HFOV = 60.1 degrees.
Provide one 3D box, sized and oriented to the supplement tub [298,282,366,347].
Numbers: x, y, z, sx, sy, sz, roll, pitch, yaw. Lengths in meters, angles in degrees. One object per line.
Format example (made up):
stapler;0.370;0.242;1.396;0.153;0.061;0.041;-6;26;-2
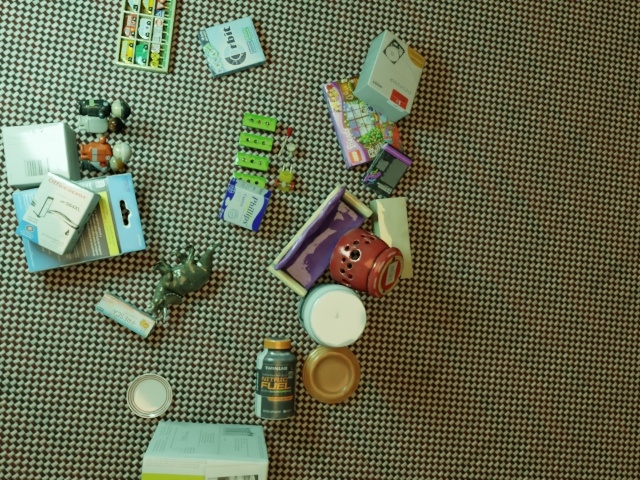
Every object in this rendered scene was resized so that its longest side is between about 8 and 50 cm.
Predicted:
supplement tub;0.034;0.231;1.735;0.191;0.272;0.191;0;88;-8

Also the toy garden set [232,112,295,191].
toy garden set;-0.173;-0.282;1.844;0.204;0.049;0.244;11;86;-5

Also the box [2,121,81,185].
box;-0.858;-0.259;1.713;0.181;0.119;0.181;-7;88;-8

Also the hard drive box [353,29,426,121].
hard drive box;0.232;-0.542;1.833;0.181;0.089;0.232;27;69;-24

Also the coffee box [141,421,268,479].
coffee box;-0.341;0.752;1.632;0.339;0.337;0.334;5;87;-8

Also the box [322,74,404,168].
box;0.145;-0.411;1.883;0.201;0.057;0.293;-18;90;-8

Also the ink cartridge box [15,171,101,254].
ink cartridge box;-0.765;-0.079;1.621;0.148;0.086;0.203;26;88;-7

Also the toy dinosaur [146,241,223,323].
toy dinosaur;-0.434;0.109;1.774;0.314;0.121;0.160;-35;104;-12

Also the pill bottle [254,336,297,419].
pill bottle;-0.142;0.437;1.776;0.131;0.130;0.245;2;87;-8

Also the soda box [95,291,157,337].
soda box;-0.612;0.236;1.757;0.183;0.058;0.063;32;84;-4

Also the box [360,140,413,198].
box;0.223;-0.236;1.866;0.116;0.029;0.162;29;100;-23

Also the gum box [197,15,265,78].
gum box;-0.295;-0.642;1.843;0.185;0.041;0.156;-20;91;-9

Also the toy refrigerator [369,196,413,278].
toy refrigerator;0.236;-0.005;1.865;0.102;0.094;0.269;-6;90;-11

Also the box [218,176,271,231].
box;-0.244;-0.116;1.790;0.137;0.072;0.126;20;114;-7

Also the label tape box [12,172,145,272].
label tape box;-0.737;-0.056;1.727;0.348;0.115;0.249;-12;90;-10

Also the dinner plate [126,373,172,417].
dinner plate;-0.547;0.497;1.776;0.141;0.017;0.141;0;87;-7

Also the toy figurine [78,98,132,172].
toy figurine;-0.661;-0.318;1.700;0.148;0.209;0.212;-3;82;-24

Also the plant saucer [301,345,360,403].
plant saucer;0.038;0.446;1.846;0.200;0.037;0.199;0;87;-7

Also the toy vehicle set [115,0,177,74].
toy vehicle set;-0.567;-0.689;1.811;0.166;0.035;0.266;6;87;-8

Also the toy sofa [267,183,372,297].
toy sofa;0.000;0.000;1.789;0.150;0.177;0.362;40;83;-4

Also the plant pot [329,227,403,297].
plant pot;0.149;0.076;1.732;0.174;0.191;0.191;26;83;35
